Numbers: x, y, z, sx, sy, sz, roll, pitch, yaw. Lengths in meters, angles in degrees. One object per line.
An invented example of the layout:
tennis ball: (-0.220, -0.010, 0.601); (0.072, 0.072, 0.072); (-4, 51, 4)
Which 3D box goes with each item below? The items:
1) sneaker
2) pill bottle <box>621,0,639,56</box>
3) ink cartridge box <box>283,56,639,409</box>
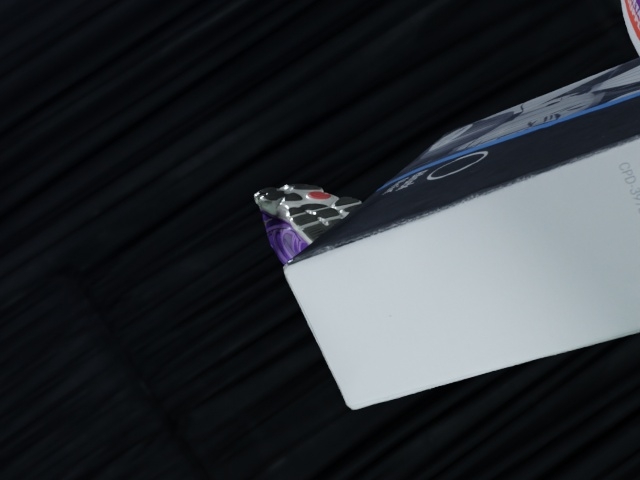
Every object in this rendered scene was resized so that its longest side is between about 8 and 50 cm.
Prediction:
sneaker: (0.000, 0.000, 0.933); (0.170, 0.068, 0.071); (-147, 47, -65)
pill bottle: (0.233, -0.180, 0.487); (0.181, 0.181, 0.323); (53, 176, 20)
ink cartridge box: (0.161, -0.042, 0.359); (0.165, 0.332, 0.065); (-38, -74, -57)
